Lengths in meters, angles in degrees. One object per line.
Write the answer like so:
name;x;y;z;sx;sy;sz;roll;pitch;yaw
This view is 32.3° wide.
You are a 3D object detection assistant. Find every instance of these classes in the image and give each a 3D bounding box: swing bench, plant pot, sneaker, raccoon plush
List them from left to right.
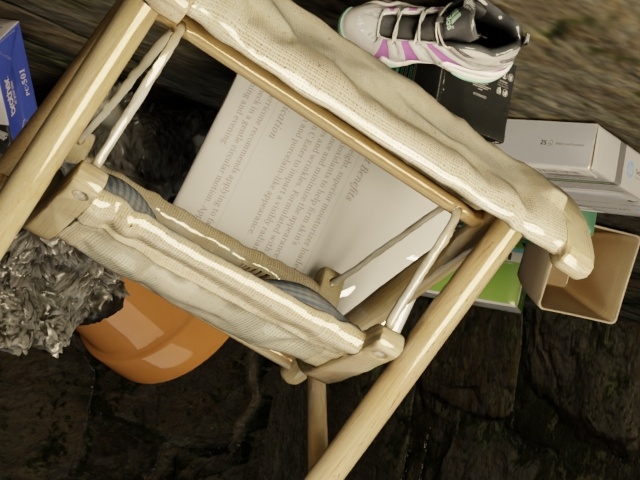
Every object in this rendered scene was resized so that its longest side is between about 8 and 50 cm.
raccoon plush;-0.304;-0.104;1.082;0.446;0.299;0.216;42;-156;19
plant pot;-0.240;0.010;1.391;0.291;0.290;0.203;6;158;44
swing bench;-0.038;-0.012;0.611;0.253;0.254;0.165;32;-154;-20
sneaker;0.061;-0.113;0.576;0.098;0.038;0.069;7;171;-8
plant pot;0.296;0.026;1.319;0.109;0.109;0.096;12;-172;-21

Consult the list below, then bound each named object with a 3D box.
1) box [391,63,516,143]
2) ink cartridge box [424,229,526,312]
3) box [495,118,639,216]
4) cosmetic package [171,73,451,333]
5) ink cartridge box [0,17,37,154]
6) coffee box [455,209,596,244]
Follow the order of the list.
box;0.069;-0.091;0.695;0.062;0.052;0.083;15;173;-35
ink cartridge box;0.213;0.042;1.676;0.189;0.097;0.255;10;176;15
box;0.191;-0.058;0.898;0.145;0.038;0.186;8;174;38
cosmetic package;-0.004;-0.025;0.827;0.184;0.151;0.151;27;174;-2
ink cartridge box;-0.326;-0.130;0.852;0.207;0.046;0.097;10;130;13
coffee box;0.215;-0.027;1.189;0.113;0.040;0.184;11;175;-5
